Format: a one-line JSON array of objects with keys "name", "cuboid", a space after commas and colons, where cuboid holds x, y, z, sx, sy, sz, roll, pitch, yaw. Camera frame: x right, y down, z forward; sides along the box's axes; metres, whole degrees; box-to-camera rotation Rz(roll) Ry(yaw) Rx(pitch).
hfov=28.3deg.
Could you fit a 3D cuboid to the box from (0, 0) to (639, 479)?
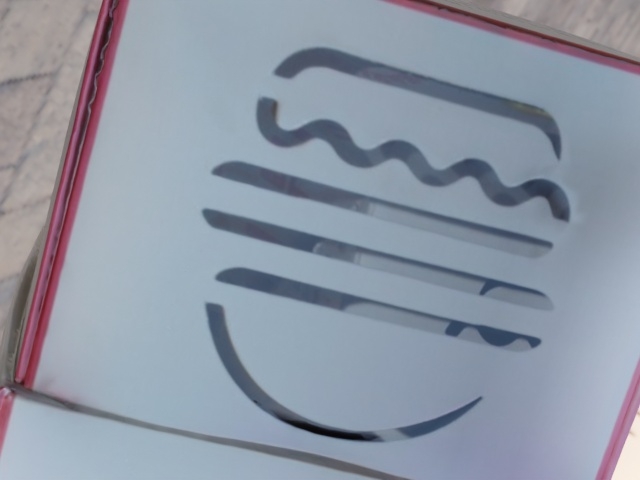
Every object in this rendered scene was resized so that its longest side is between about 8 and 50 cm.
[{"name": "box", "cuboid": [0.000, 0.000, 0.715, 0.312, 0.314, 0.300, -117, -137, -73]}]
